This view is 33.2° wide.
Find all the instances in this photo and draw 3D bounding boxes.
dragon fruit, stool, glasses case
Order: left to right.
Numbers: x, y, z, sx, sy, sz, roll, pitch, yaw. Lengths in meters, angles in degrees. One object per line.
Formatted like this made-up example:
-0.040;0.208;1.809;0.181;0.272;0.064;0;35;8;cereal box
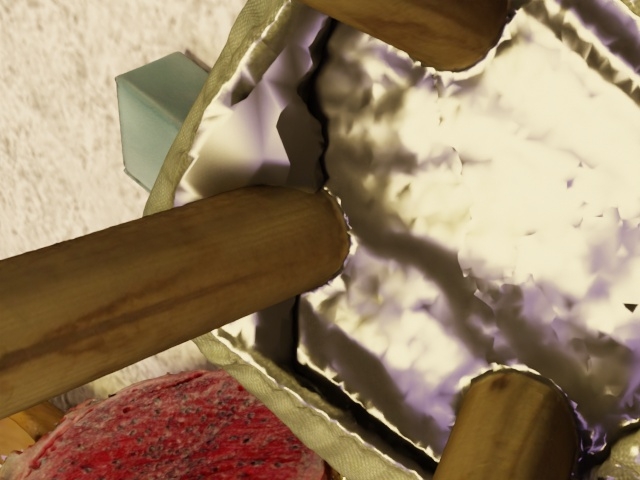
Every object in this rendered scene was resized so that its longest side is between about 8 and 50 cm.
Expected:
-0.086;0.184;0.654;0.282;0.211;0.147;-8;119;16;dragon fruit
0.000;0.000;0.605;0.266;0.056;0.105;39;155;13;glasses case
0.035;0.015;0.402;0.310;0.226;0.310;40;119;14;stool

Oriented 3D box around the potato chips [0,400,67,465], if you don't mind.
-0.190;0.182;0.817;0.208;0.062;0.195;8;126;57;potato chips
